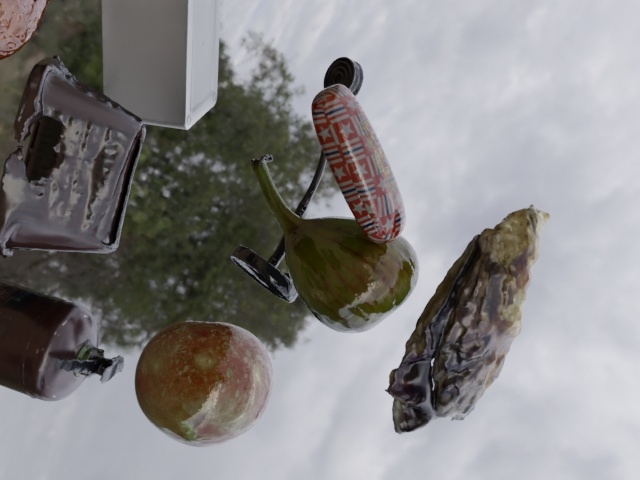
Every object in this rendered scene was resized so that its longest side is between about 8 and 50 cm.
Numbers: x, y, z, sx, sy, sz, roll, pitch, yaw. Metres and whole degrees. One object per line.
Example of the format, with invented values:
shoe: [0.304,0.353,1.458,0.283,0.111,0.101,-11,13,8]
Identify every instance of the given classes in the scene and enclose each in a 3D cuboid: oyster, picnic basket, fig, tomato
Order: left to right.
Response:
picnic basket: [-0.276,-0.088,0.999,0.297,0.129,0.222,-146,-109,-73]
tomato: [-0.229,0.290,1.724,0.270,0.270,0.222,-49,-154,41]
fig: [0.000,0.000,1.100,0.151,0.259,0.151,-45,-171,9]
oyster: [0.196,0.111,1.105,0.275,0.100,0.271,-40,145,-37]

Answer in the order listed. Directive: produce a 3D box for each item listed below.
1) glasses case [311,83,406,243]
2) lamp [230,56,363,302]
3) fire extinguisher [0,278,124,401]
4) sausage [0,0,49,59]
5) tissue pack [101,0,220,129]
glasses case: [0.049,-0.086,1.018,0.049,0.194,0.073,-15,-160,31]
lamp: [-0.030,-0.100,1.279,0.130,0.109,0.371,22,-88,51]
fire extinguisher: [-0.364,0.102,0.991,0.135,0.338,0.114,22,84,-76]
sausage: [-0.260,-0.255,0.736,0.102,0.102,0.330,-51,-150,36]
tissue pack: [-0.242,-0.314,1.368,0.159,0.136,0.246,-62,161,-62]
